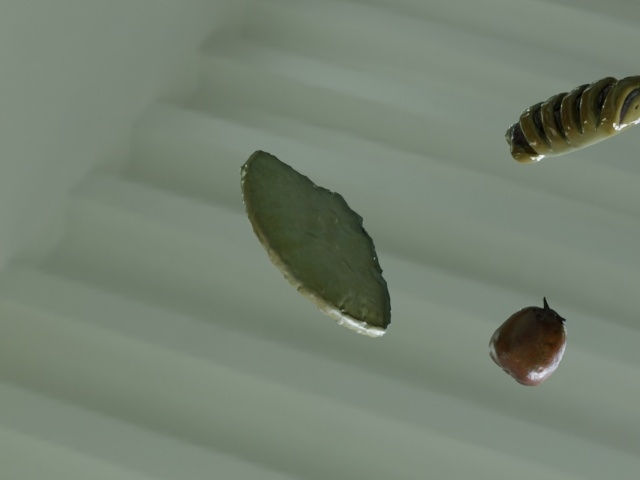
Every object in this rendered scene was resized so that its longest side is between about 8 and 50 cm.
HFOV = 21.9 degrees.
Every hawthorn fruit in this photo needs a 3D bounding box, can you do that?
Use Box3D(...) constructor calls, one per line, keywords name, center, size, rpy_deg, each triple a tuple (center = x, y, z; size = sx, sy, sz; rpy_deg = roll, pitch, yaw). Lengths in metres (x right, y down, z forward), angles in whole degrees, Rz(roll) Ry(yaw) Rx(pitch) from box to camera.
Box3D(name="hawthorn fruit", center=(0.237, 0.112, 1.846), size=(0.093, 0.081, 0.081), rpy_deg=(-50, -126, -1))

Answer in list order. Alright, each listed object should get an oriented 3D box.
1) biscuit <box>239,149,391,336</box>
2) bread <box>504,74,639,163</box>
Box3D(name="biscuit", center=(0.000, 0.000, 1.936), size=(0.265, 0.040, 0.188), rpy_deg=(52, -147, 6))
Box3D(name="bread", center=(0.363, -0.174, 2.349), size=(0.225, 0.081, 0.134), rpy_deg=(-17, -171, 36))
